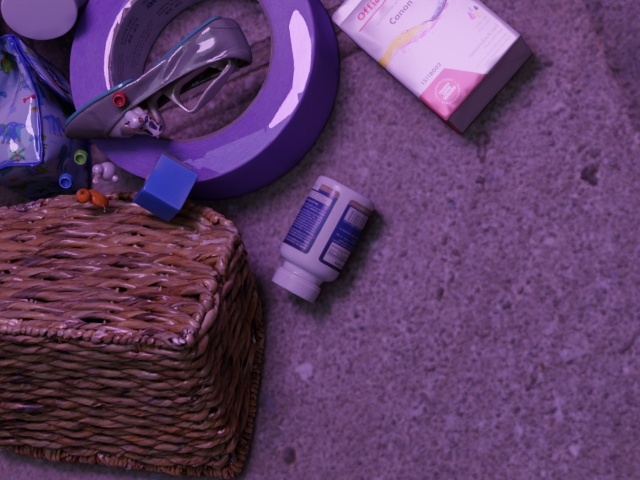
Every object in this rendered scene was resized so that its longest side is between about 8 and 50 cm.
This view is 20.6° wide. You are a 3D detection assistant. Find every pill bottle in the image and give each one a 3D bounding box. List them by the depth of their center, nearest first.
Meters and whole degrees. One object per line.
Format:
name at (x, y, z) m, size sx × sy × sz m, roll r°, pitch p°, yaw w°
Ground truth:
pill bottle at (0.000, 0.000, 1.792) m, size 0.067 × 0.067 × 0.120 m, roll 28°, pitch 89°, yaw 21°
pill bottle at (-0.294, -0.307, 1.890) m, size 0.108 × 0.108 × 0.193 m, roll -17°, pitch 45°, yaw 15°

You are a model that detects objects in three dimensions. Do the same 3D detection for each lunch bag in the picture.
lunch bag at (-0.306, -0.132, 1.888) m, size 0.096 × 0.129 × 0.151 m, roll -10°, pitch 74°, yaw 14°

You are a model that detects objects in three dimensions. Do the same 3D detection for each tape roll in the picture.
tape roll at (-0.122, -0.184, 1.859) m, size 0.274 × 0.090 × 0.275 m, roll -4°, pitch 77°, yaw 18°

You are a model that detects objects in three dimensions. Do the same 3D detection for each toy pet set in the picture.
toy pet set at (-0.189, -0.064, 1.752) m, size 0.114 × 0.065 × 0.122 m, roll 31°, pitch 112°, yaw -11°

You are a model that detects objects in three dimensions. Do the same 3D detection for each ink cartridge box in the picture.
ink cartridge box at (0.103, -0.217, 1.801) m, size 0.198 × 0.067 × 0.115 m, roll 43°, pitch 95°, yaw 21°

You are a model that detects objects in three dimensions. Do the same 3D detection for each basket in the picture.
basket at (-0.210, 0.092, 1.831) m, size 0.299 × 0.223 × 0.213 m, roll 2°, pitch 46°, yaw 19°

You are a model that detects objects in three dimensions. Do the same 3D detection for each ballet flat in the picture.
ballet flat at (-0.162, -0.146, 1.780) m, size 0.213 × 0.072 × 0.068 m, roll -34°, pitch 80°, yaw 10°
